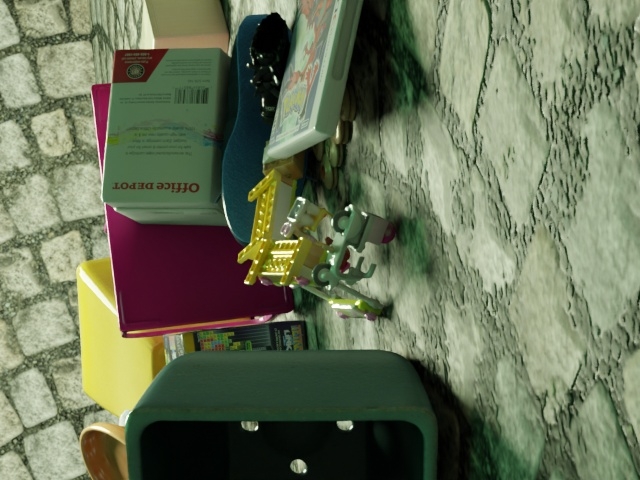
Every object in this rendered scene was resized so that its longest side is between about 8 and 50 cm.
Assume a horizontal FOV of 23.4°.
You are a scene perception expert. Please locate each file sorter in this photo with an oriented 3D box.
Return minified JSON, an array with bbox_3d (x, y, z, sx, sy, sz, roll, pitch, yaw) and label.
[{"bbox_3d":[-0.163,-0.034,1.876,0.182,0.202,0.291,133,130,-76],"label":"file sorter"}]

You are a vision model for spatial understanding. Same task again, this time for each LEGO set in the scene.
[{"bbox_3d":[0.000,0.000,1.483,0.132,0.107,0.287,-58,23,9],"label":"LEGO set"}]

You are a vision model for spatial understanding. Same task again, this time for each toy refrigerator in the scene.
[{"bbox_3d":[-0.193,-0.212,2.120,0.269,0.102,0.094,100,159,-49],"label":"toy refrigerator"}]

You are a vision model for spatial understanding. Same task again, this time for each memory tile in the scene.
[{"bbox_3d":[0.007,-0.131,1.530,0.148,0.012,0.113,104,156,-54],"label":"memory tile"}]

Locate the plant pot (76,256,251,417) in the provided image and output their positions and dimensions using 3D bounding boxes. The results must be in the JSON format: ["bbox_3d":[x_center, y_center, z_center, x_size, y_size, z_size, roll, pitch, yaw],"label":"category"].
[{"bbox_3d":[-0.195,0.142,2.097,0.187,0.212,0.212,41,137,52],"label":"plant pot"}]

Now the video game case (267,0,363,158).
[{"bbox_3d":[-0.002,-0.174,1.414,0.201,0.023,0.183,166,116,-76],"label":"video game case"}]

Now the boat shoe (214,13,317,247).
[{"bbox_3d":[-0.053,-0.111,1.651,0.089,0.109,0.258,106,172,-73],"label":"boat shoe"}]

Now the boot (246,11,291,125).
[{"bbox_3d":[-0.043,-0.186,1.557,0.099,0.045,0.121,82,-164,-47],"label":"boot"}]

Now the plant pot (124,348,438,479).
[{"bbox_3d":[-0.024,0.210,1.361,0.252,0.247,0.248,-83,-8,-72],"label":"plant pot"}]

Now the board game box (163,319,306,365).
[{"bbox_3d":[-0.103,0.123,1.807,0.170,0.141,0.048,165,98,-76],"label":"board game box"}]

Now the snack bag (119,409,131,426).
[{"bbox_3d":[-0.172,0.401,2.102,0.323,0.037,0.342,40,146,20],"label":"snack bag"}]

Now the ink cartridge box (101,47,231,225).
[{"bbox_3d":[-0.157,-0.111,1.715,0.127,0.128,0.176,42,-129,-72],"label":"ink cartridge box"}]

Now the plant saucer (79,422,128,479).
[{"bbox_3d":[-0.237,0.318,2.034,0.200,0.037,0.200,33,143,29],"label":"plant saucer"}]
